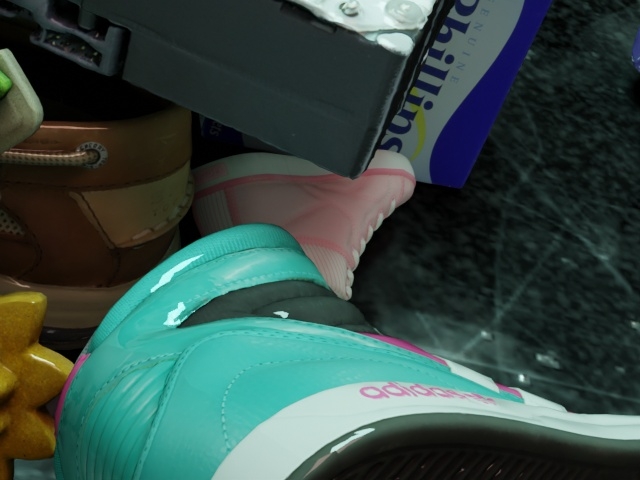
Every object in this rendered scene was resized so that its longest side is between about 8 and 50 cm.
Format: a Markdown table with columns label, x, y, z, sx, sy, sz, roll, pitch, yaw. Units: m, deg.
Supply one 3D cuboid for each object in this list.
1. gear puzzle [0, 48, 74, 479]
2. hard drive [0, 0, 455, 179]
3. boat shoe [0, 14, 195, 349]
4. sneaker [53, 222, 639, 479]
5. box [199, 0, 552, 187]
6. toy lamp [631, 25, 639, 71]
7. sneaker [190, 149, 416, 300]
| label | x | y | z | sx | sy | sz | roll | pitch | yaw |
| --- | --- | --- | --- | --- | --- | --- | --- | --- | --- |
| gear puzzle | -0.192 | -0.057 | 0.440 | 0.339 | 0.175 | 0.044 | 61 | 14 | -9 |
| hard drive | -0.034 | -0.180 | 0.579 | 0.237 | 0.064 | 0.339 | 24 | 41 | 4 |
| boat shoe | -0.196 | -0.069 | 0.526 | 0.324 | 0.120 | 0.122 | 17 | 40 | -8 |
| sneaker | 0.028 | 0.080 | 0.476 | 0.295 | 0.124 | 0.178 | 22 | 3 | -45 |
| box | 0.022 | -0.104 | 0.667 | 0.137 | 0.126 | 0.072 | 10 | 40 | -16 |
| toy lamp | 0.311 | -0.071 | 0.814 | 0.274 | 0.080 | 0.080 | 23 | 39 | -5 |
| sneaker | 0.000 | 0.000 | 0.607 | 0.134 | 0.051 | 0.070 | -5 | 74 | -53 |
